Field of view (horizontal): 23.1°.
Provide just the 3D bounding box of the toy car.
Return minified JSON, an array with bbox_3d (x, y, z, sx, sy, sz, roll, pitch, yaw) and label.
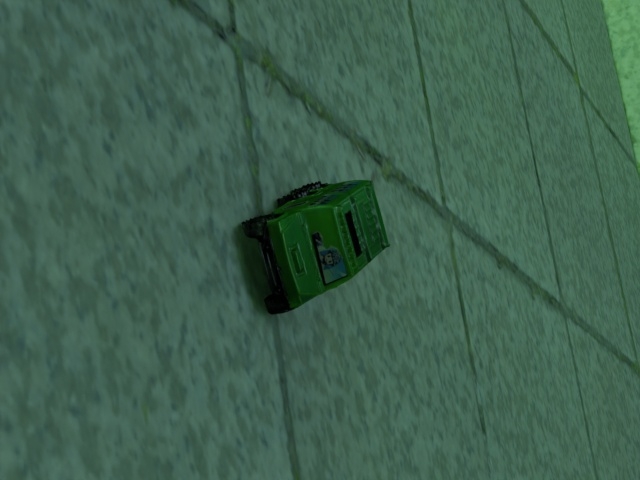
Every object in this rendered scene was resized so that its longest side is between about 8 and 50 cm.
[{"bbox_3d":[0.000,0.000,1.105,0.165,0.062,0.071,-36,110,-70],"label":"toy car"}]
